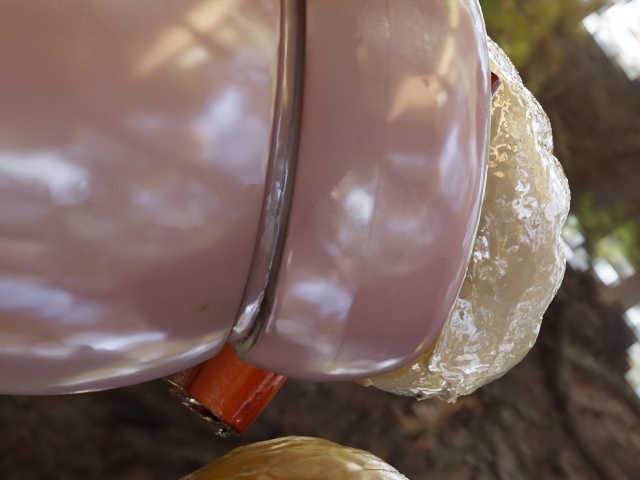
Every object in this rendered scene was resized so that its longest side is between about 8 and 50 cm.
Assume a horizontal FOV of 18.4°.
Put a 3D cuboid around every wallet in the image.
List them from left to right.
[{"bbox_3d":[0.000,0.000,0.938,0.204,0.045,0.142,-53,-174,-8],"label":"wallet"}]

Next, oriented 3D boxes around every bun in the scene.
[{"bbox_3d":[0.086,-0.032,1.467,0.165,0.299,0.299,-15,-174,-28],"label":"bun"}]

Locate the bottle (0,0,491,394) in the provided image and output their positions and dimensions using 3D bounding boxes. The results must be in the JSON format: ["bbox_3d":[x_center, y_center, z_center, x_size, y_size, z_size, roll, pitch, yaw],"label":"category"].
[{"bbox_3d":[-0.101,-0.041,0.603,0.297,0.173,0.206,5,178,-11],"label":"bottle"}]

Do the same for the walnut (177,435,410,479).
[{"bbox_3d":[-0.030,0.178,0.890,0.197,0.165,0.165,-27,-172,-36],"label":"walnut"}]
